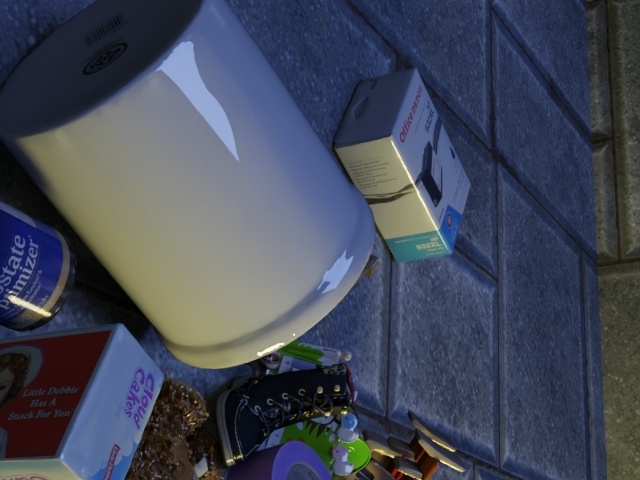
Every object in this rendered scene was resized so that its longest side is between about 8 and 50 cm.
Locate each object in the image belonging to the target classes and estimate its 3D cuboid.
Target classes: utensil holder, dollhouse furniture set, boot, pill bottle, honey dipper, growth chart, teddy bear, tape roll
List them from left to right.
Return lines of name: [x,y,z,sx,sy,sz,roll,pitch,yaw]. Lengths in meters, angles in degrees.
pill bottle: [-0.371,0.008,1.120,0.219,0.122,0.123,34,53,-52]
teddy bear: [-0.216,0.311,1.346,0.338,0.113,0.245,-78,152,-46]
utensil holder: [-0.162,-0.087,1.316,0.385,0.327,0.328,55,38,-35]
tape roll: [-0.048,0.380,1.490,0.189,0.080,0.189,45,34,-42]
boot: [-0.047,0.235,1.508,0.236,0.178,0.085,-65,144,-77]
growth chart: [-0.024,0.263,1.637,0.021,0.172,0.237,93,4,-66]
honey dipper: [0.065,0.071,1.968,0.160,0.030,0.030,-41,117,-53]
dollhouse furniture set: [0.120,0.412,1.733,0.135,0.262,0.259,34,7,-11]

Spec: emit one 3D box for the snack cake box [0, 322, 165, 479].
snack cake box: [-0.300,0.177,1.049,0.089,0.264,0.152,58,37,-36]

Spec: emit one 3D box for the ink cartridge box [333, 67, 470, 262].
ink cartridge box: [0.168,-0.146,2.108,0.307,0.129,0.223,59,36,-33]

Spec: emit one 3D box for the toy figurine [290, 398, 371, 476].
toy figurine: [-0.001,0.274,1.742,0.173,0.130,0.159,28,40,-26]
